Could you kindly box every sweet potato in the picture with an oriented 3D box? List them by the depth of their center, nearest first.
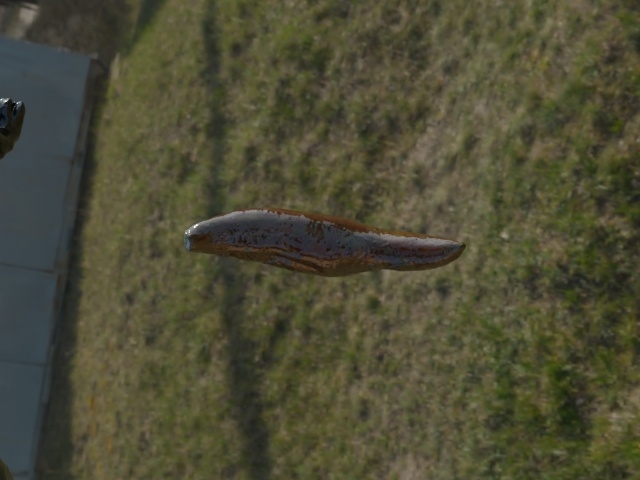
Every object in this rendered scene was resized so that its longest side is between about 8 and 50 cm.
[{"bbox_3d":[0.004,0.003,0.844,0.078,0.255,0.058,69,-153,-76],"label":"sweet potato"}]

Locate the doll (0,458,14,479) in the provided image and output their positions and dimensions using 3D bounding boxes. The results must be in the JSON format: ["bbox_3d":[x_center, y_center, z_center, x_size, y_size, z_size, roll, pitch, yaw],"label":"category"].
[{"bbox_3d":[-0.384,0.282,0.522,0.378,0.383,0.252,-75,-10,-70],"label":"doll"}]

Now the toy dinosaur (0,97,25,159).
[{"bbox_3d":[-0.267,-0.073,0.594,0.179,0.087,0.187,-77,-17,-62],"label":"toy dinosaur"}]
